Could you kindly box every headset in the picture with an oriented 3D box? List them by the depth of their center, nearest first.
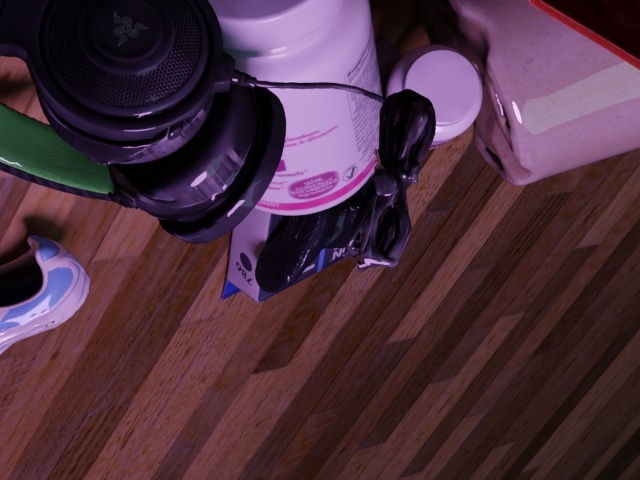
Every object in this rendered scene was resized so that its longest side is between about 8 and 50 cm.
[{"bbox_3d":[-0.113,-0.070,1.184,0.243,0.394,0.185,52,46,-58],"label":"headset"}]

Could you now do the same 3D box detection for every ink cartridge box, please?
[{"bbox_3d":[-0.006,-0.046,1.717,0.165,0.065,0.332,-28,153,-25],"label":"ink cartridge box"}]

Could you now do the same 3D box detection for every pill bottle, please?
[{"bbox_3d":[-0.035,-0.152,1.388,0.160,0.160,0.283,-35,154,-11],"label":"pill bottle"},{"bbox_3d":[0.096,-0.127,1.515,0.086,0.086,0.152,-37,-179,-6],"label":"pill bottle"}]

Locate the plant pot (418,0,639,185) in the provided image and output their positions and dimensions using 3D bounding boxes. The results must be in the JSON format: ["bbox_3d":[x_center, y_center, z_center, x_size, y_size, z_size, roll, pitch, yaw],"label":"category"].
[{"bbox_3d":[0.269,-0.210,1.574,0.305,0.333,0.334,-24,153,-6],"label":"plant pot"}]

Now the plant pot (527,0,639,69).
[{"bbox_3d":[0.207,-0.308,1.184,0.267,0.235,0.267,-48,153,15],"label":"plant pot"}]

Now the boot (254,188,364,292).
[{"bbox_3d":[-0.001,0.000,1.676,0.099,0.045,0.121,-8,139,-51],"label":"boot"}]

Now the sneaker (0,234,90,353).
[{"bbox_3d":[-0.313,0.079,1.498,0.237,0.085,0.086,-37,129,3],"label":"sneaker"}]
